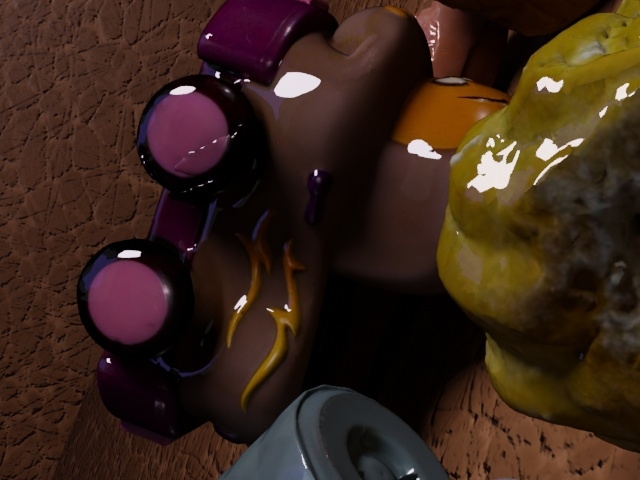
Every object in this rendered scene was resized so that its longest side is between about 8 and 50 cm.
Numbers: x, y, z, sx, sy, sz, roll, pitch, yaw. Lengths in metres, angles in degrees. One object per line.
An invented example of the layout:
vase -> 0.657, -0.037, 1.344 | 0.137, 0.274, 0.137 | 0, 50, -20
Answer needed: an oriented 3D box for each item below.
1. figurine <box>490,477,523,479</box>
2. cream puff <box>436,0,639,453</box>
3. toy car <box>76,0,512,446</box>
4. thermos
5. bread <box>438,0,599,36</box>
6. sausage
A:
figurine -> 0.041, 0.281, 0.600 | 0.248, 0.203, 0.380 | -38, 18, 38
cream puff -> 0.150, -0.020, 0.653 | 0.221, 0.194, 0.195 | -60, 17, 15
toy car -> 0.000, 0.000, 0.983 | 0.271, 0.240, 0.341 | -20, -51, -76
thermos -> -0.033, 0.242, 0.918 | 0.286, 0.182, 0.145 | -48, 13, 24
bread -> 0.149, -0.249, 1.009 | 0.143, 0.149, 0.158 | 146, 143, -70
sausage -> 0.042, -0.006, 1.138 | 0.094, 0.094, 0.419 | -28, -39, -79
